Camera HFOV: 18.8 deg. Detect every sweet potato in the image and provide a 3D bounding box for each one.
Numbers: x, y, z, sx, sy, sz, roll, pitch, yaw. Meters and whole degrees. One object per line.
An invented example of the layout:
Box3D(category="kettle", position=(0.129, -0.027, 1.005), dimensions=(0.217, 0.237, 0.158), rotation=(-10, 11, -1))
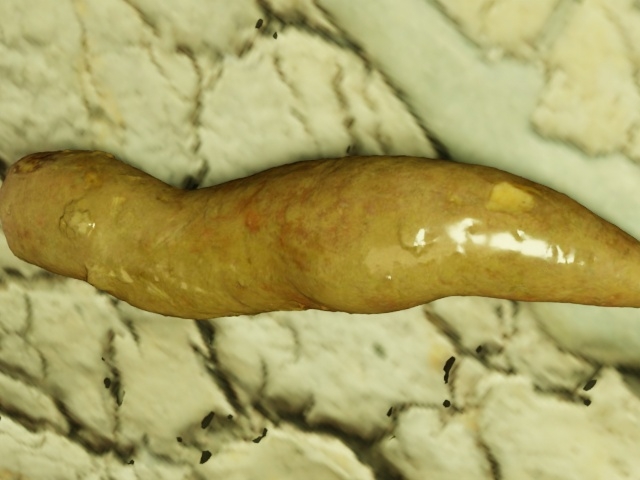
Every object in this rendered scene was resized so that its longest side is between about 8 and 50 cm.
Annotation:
Box3D(category="sweet potato", position=(0.000, 0.000, 0.718), dimensions=(0.281, 0.059, 0.067), rotation=(3, 127, 34))
